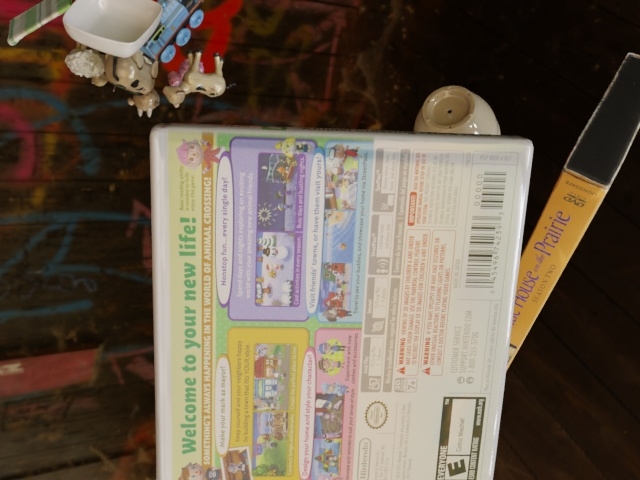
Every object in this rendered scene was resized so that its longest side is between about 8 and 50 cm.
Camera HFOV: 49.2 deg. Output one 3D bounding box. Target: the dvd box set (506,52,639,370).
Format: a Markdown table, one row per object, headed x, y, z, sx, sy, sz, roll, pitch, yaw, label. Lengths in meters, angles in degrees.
| x | y | z | sx | sy | sz | roll | pitch | yaw | label |
| --- | --- | --- | --- | --- | --- | --- | --- | --- | --- |
| 0.359 | -0.026 | 1.038 | 0.062 | 0.307 | 0.420 | 28 | -38 | 17 | dvd box set |

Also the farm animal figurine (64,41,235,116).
| x | y | z | sx | sy | sz | roll | pitch | yaw | label |
| --- | --- | --- | --- | --- | --- | --- | --- | --- | --- |
| -0.439 | -0.415 | 1.815 | 0.330 | 0.327 | 0.172 | 1 | -95 | 27 | farm animal figurine |

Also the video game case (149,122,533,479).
| x | y | z | sx | sy | sz | roll | pitch | yaw | label |
| --- | --- | --- | --- | --- | --- | --- | --- | --- | --- |
| 0.008 | 0.046 | 0.382 | 0.023 | 0.193 | 0.212 | -107 | -161 | -74 | video game case |

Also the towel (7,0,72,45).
| x | y | z | sx | sy | sz | roll | pitch | yaw | label |
| --- | --- | --- | --- | --- | --- | --- | --- | --- | --- |
| -0.584 | -0.468 | 1.465 | 0.023 | 0.152 | 0.113 | 57 | 7 | -43 | towel |

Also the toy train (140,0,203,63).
| x | y | z | sx | sy | sz | roll | pitch | yaw | label |
| --- | --- | --- | --- | --- | --- | --- | --- | --- | --- |
| -0.320 | -0.458 | 1.473 | 0.080 | 0.105 | 0.184 | 36 | -95 | 16 | toy train |

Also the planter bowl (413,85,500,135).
| x | y | z | sx | sy | sz | roll | pitch | yaw | label |
| --- | --- | --- | --- | --- | --- | --- | --- | --- | --- |
| 0.244 | -0.215 | 1.285 | 0.162 | 0.162 | 0.109 | 66 | 5 | 30 | planter bowl |

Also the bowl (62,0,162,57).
| x | y | z | sx | sy | sz | roll | pitch | yaw | label |
| --- | --- | --- | --- | --- | --- | --- | --- | --- | --- |
| -0.362 | -0.377 | 1.223 | 0.053 | 0.142 | 0.142 | 108 | 3 | -51 | bowl |
